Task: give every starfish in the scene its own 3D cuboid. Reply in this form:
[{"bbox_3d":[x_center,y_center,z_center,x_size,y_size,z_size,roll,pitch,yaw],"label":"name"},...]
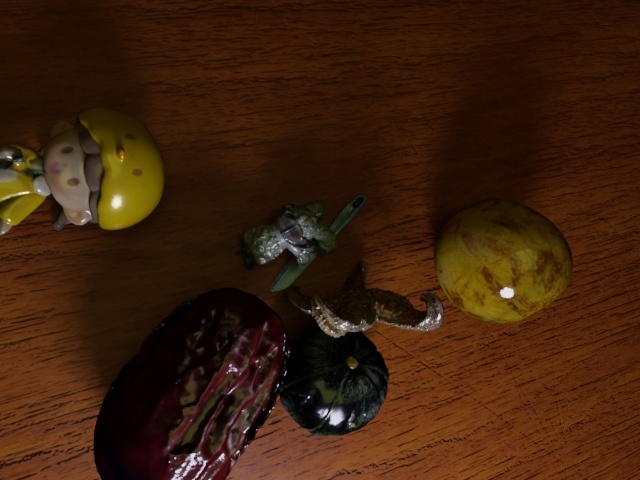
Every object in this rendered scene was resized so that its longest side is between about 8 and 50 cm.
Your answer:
[{"bbox_3d":[0.095,0.118,0.930,0.313,0.303,0.112,6,97,-8],"label":"starfish"}]

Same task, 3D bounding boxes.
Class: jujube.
[{"bbox_3d":[-0.214,0.263,0.825,0.258,0.258,0.376,41,65,-9],"label":"jujube"}]

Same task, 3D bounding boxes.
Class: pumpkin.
[{"bbox_3d":[0.022,0.262,0.928,0.221,0.162,0.220,19,49,-23],"label":"pumpkin"}]

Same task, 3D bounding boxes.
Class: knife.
[{"bbox_3d":[0.000,0.000,1.052,0.044,0.019,0.313,42,71,-1],"label":"knife"}]

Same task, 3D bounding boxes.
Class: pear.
[{"bbox_3d":[0.384,0.043,1.047,0.281,0.281,0.280,3,81,-19],"label":"pear"}]

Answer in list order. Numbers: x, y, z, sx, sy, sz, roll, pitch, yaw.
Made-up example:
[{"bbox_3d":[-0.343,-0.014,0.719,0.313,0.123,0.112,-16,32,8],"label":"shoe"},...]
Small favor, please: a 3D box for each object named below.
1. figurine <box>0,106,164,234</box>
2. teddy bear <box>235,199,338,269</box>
[{"bbox_3d":[-0.450,-0.119,0.830,0.344,0.187,0.214,-5,92,-14],"label":"figurine"},{"bbox_3d":[-0.062,-0.013,0.977,0.213,0.111,0.133,-20,72,-21],"label":"teddy bear"}]
